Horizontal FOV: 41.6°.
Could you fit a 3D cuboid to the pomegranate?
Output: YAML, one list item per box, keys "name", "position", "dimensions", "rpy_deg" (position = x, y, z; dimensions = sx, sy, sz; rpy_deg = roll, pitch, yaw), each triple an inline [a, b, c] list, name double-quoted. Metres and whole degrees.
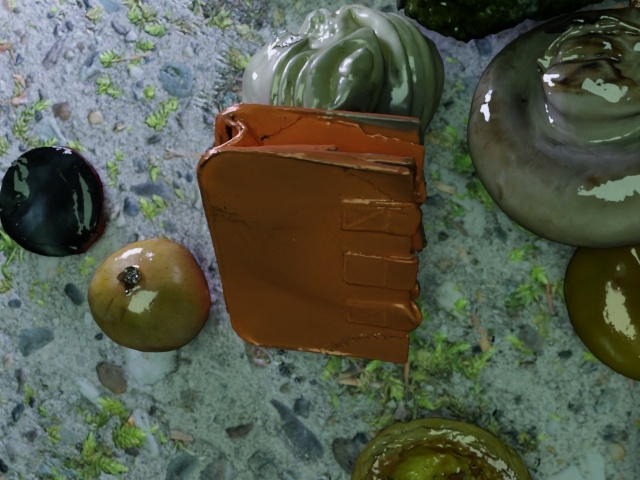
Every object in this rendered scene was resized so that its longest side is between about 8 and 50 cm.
- name: "pomegranate"
  position: [-0.270, 0.089, 1.328]
  dimensions: [0.191, 0.191, 0.191]
  rpy_deg: [0, 90, 12]

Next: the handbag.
- name: "handbag"
  position: [0.000, 0.000, 1.186]
  dimensions: [0.304, 0.410, 0.116]
  rpy_deg: [6, 48, 10]

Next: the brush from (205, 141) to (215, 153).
- name: "brush"
  position: [-0.053, -0.206, 1.345]
  dimensions: [0.301, 0.071, 0.084]
  rpy_deg: [-41, 79, 4]

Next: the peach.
- name: "peach"
  position: [0.474, 0.081, 1.189]
  dimensions: [0.251, 0.153, 0.251]
  rpy_deg: [-5, 74, 19]

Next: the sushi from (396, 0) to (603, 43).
- name: "sushi"
  position: [0.261, -0.434, 1.164]
  dimensions: [0.352, 0.178, 0.294]
  rpy_deg: [-14, 43, 7]

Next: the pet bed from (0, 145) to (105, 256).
- name: "pet bed"
  position: [-0.456, -0.066, 1.432]
  dimensions: [0.201, 0.053, 0.201]
  rpy_deg: [0, 91, 11]

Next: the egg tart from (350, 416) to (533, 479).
- name: "egg tart"
  position: [0.185, 0.398, 1.272]
  dimensions: [0.290, 0.115, 0.290]
  rpy_deg: [0, 92, 14]

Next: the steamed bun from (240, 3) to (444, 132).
- name: "steamed bun"
  position: [0.035, -0.195, 1.219]
  dimensions: [0.275, 0.206, 0.320]
  rpy_deg: [38, 96, -29]

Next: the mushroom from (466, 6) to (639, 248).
- name: "mushroom"
  position: [0.371, -0.171, 1.112]
  dimensions: [0.362, 0.294, 0.362]
  rpy_deg: [-10, 55, 14]

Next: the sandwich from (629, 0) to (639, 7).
- name: "sandwich"
  position: [0.494, -0.340, 1.250]
  dimensions: [0.101, 0.026, 0.069]
  rpy_deg: [40, 102, 12]
